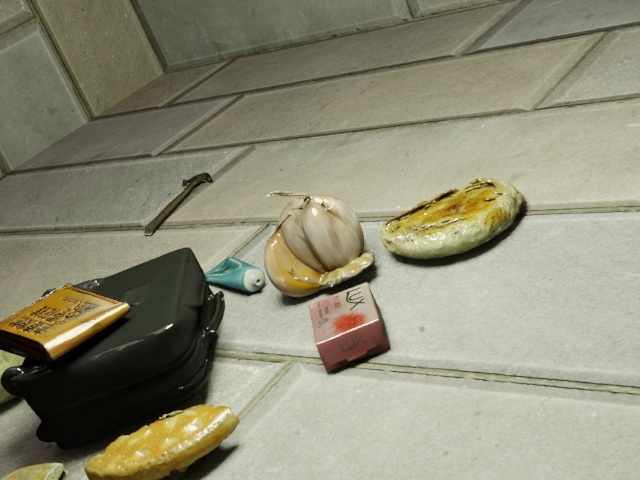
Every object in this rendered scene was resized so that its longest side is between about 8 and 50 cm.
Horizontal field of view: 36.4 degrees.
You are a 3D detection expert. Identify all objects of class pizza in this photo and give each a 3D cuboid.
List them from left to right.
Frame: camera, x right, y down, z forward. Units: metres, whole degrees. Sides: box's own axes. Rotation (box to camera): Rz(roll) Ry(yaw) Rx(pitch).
[{"bbox_3d":[-0.229,0.310,1.420,0.246,0.058,0.127,-26,24,-1],"label":"pizza"}]

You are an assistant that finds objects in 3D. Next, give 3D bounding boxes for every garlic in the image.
[{"bbox_3d":[0.000,0.000,1.714,0.207,0.256,0.207,-4,68,10],"label":"garlic"}]

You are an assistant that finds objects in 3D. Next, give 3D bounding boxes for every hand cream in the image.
[{"bbox_3d":[-0.168,0.066,1.928,0.083,0.048,0.224,-36,21,-21],"label":"hand cream"}]

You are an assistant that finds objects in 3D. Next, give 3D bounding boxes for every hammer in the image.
[{"bbox_3d":[-0.372,-0.096,2.491,0.125,0.027,0.297,-15,24,32],"label":"hammer"}]

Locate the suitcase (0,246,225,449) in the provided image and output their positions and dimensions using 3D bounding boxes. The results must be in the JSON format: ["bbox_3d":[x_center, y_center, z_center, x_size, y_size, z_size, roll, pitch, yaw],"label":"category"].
[{"bbox_3d":[-0.330,0.169,1.661,0.339,0.188,0.345,-22,21,7],"label":"suitcase"}]

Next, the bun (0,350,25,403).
[{"bbox_3d":[-0.600,0.233,1.849,0.220,0.134,0.220,-30,-5,-3],"label":"bun"}]

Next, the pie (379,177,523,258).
[{"bbox_3d":[0.237,-0.041,1.749,0.274,0.055,0.274,-19,18,6],"label":"pie"}]

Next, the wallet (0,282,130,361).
[{"bbox_3d":[-0.422,0.129,1.565,0.195,0.042,0.161,7,34,47],"label":"wallet"}]

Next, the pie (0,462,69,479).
[{"bbox_3d":[-0.478,0.412,1.446,0.185,0.052,0.218,-23,20,16],"label":"pie"}]

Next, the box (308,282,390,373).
[{"bbox_3d":[0.045,0.135,1.542,0.111,0.060,0.156,-21,23,2],"label":"box"}]
